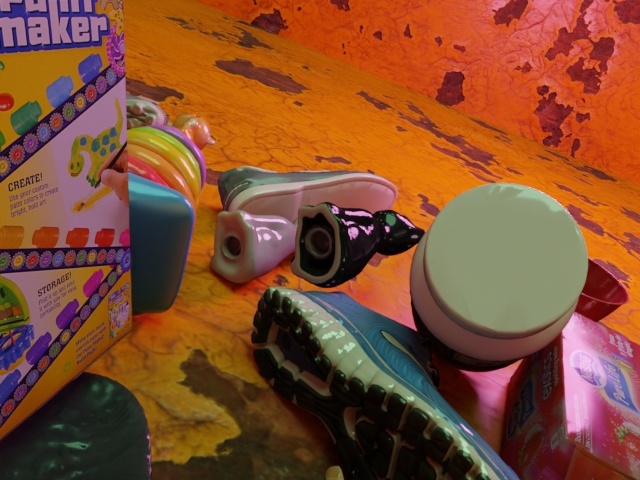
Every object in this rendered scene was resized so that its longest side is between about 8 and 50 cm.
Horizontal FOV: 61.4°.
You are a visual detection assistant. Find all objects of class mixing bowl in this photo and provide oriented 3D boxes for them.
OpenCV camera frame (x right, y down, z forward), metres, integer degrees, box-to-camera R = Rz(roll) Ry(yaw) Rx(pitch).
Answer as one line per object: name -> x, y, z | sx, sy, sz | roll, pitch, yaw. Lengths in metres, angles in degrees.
mixing bowl -> 0.384, 0.082, 0.876 | 0.181, 0.098, 0.181 | 18, 26, -9

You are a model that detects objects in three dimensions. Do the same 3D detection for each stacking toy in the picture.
stacking toy -> -0.195, -0.075, 0.621 | 0.175, 0.166, 0.302 | 21, 36, -5

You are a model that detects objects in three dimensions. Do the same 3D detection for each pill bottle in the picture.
pill bottle -> 0.176, 0.052, 0.575 | 0.162, 0.162, 0.278 | 31, -9, 17

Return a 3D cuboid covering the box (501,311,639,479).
box -> 0.271, 0.194, 0.555 | 0.122, 0.128, 0.257 | 28, 28, 11

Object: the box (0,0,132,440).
box -> -0.300, -0.051, 0.355 | 0.289, 0.279, 0.177 | 13, 25, 13

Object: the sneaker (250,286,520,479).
sneaker -> 0.078, 0.144, 0.505 | 0.147, 0.130, 0.330 | -8, 39, -41

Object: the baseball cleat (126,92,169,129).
baseball cleat -> -0.375, -0.242, 0.962 | 0.205, 0.072, 0.109 | 23, 13, -7

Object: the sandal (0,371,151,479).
sandal -> -0.133, 0.214, 0.243 | 0.167, 0.107, 0.446 | 5, 32, -30

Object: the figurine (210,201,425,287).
figurine -> 0.000, 0.000, 0.694 | 0.214, 0.092, 0.209 | -1, 3, 37

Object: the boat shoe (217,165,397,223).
boat shoe -> -0.013, -0.077, 0.858 | 0.319, 0.116, 0.099 | -7, 42, -35

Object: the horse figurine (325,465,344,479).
horse figurine -> 0.014, 0.234, 0.269 | 0.263, 0.066, 0.175 | -3, 71, -69
